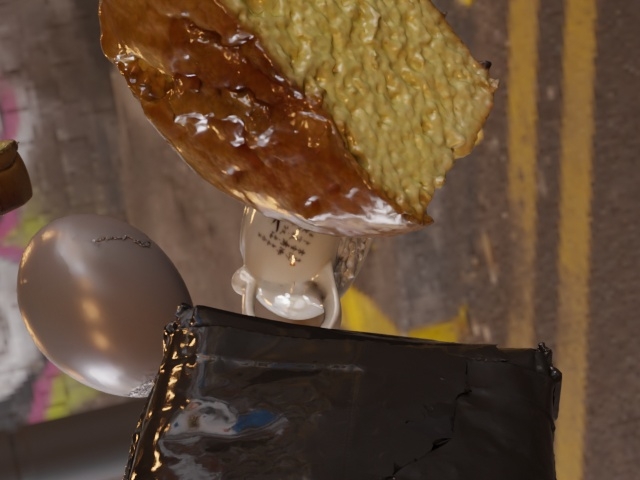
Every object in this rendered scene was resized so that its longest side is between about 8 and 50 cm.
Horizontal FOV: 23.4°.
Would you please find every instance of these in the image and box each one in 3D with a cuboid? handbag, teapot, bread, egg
[{"bbox_3d":[0.014,0.127,0.867,0.223,0.247,0.080,-80,-2,-45],"label":"handbag"},{"bbox_3d":[0.000,0.000,1.620,0.208,0.166,0.299,105,-177,-55],"label":"teapot"},{"bbox_3d":[-0.445,-0.055,1.740,0.236,0.236,0.070,-153,50,-67],"label":"bread"},{"bbox_3d":[-0.042,-0.151,1.158,0.340,0.194,0.179,50,144,-13],"label":"bread"},{"bbox_3d":[-0.197,0.063,1.445,0.198,0.146,0.146,51,175,-28],"label":"egg"}]
